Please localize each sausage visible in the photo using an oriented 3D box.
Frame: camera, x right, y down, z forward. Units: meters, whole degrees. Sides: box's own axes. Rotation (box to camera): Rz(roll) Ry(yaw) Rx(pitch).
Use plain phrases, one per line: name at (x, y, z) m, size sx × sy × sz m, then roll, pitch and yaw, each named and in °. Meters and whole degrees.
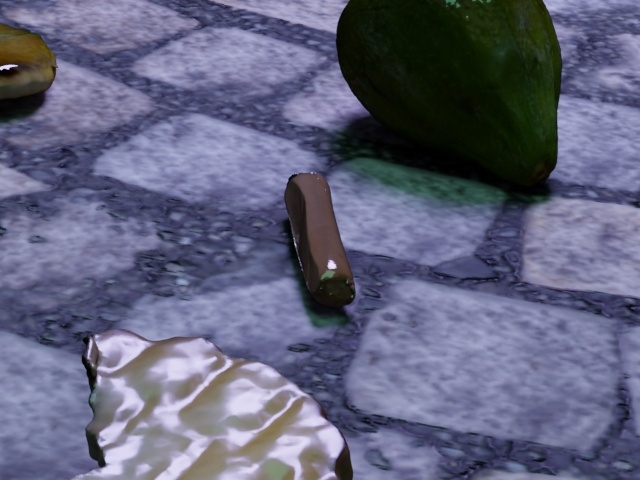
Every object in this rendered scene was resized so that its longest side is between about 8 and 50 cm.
sausage at (0.000, 0.000, 0.971) m, size 0.026 × 0.026 × 0.116 m, roll 1°, pitch 27°, yaw -9°

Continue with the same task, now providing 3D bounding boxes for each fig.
fig at (0.086, -0.093, 1.109) m, size 0.123 × 0.123 × 0.156 m, roll -17°, pitch 72°, yaw -37°

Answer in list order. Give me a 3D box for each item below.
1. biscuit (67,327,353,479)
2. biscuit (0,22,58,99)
biscuit at (-0.047, 0.104, 0.717) m, size 0.118 × 0.061 × 0.183 m, roll 8°, pitch 29°, yaw 2°
biscuit at (-0.267, -0.091, 1.104) m, size 0.247 × 0.029 × 0.118 m, roll -15°, pitch 26°, yaw -34°
